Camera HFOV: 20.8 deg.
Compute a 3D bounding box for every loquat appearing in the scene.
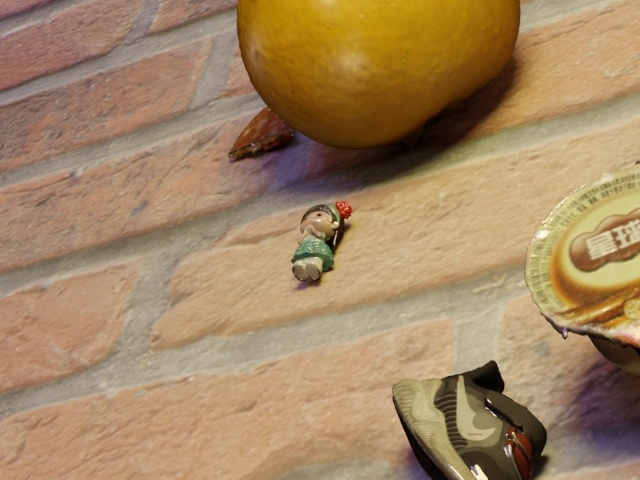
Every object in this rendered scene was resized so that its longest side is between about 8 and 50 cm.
[{"bbox_3d":[0.052,-0.277,1.993,0.328,0.359,0.328,-27,8,4],"label":"loquat"}]

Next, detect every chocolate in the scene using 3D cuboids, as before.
[{"bbox_3d":[0.297,0.049,1.518,0.221,0.147,0.221,-21,37,17],"label":"chocolate"}]

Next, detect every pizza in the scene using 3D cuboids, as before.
[{"bbox_3d":[-0.074,-0.132,2.207,0.099,0.029,0.100,-36,28,10],"label":"pizza"}]

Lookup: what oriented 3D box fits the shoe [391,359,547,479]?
[{"bbox_3d":[0.144,0.177,1.532,0.112,0.099,0.227,-28,30,-8],"label":"shoe"}]

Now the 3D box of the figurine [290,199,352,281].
[{"bbox_3d":[0.000,0.000,1.938,0.060,0.047,0.106,-21,34,33],"label":"figurine"}]
